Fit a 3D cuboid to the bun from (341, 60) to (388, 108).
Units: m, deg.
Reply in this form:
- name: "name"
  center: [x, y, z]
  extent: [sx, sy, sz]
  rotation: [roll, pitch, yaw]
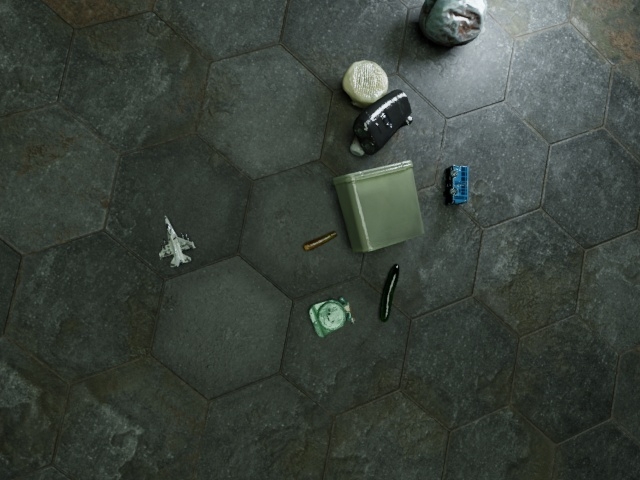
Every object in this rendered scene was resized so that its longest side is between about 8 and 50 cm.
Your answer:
- name: "bun"
  center: [0.199, -0.715, 1.940]
  extent: [0.237, 0.116, 0.210]
  rotation: [-6, 91, -24]

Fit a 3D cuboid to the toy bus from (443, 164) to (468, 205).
- name: "toy bus"
  center: [0.654, -0.260, 2.013]
  extent: [0.106, 0.090, 0.185]
  rotation: [2, 88, -11]

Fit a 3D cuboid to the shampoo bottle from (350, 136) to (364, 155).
- name: "shampoo bottle"
  center: [0.204, -0.491, 1.955]
  extent: [0.074, 0.074, 0.192]
  rotation: [26, 83, -7]

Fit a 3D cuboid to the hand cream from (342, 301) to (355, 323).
- name: "hand cream"
  center: [0.134, 0.339, 1.946]
  extent: [0.035, 0.022, 0.102]
  rotation: [-23, 88, -1]

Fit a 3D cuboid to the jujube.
- name: "jujube"
  center: [0.627, -1.043, 1.964]
  extent: [0.307, 0.215, 0.247]
  rotation: [8, 124, -21]

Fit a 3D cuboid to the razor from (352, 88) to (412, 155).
- name: "razor"
  center: [0.283, -0.540, 1.900]
  extent: [0.327, 0.107, 0.189]
  rotation: [-43, 119, -27]

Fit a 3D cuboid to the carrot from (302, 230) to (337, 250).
- name: "carrot"
  center: [0.000, 0.000, 1.925]
  extent: [0.170, 0.042, 0.042]
  rotation: [-27, 93, -11]

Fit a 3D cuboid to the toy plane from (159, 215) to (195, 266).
- name: "toy plane"
  center: [-0.629, 0.010, 1.811]
  extent: [0.159, 0.082, 0.234]
  rotation: [-19, 77, 1]

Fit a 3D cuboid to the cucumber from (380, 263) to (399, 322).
- name: "cucumber"
  center: [0.323, 0.243, 1.963]
  extent: [0.056, 0.056, 0.285]
  rotation: [16, 81, -8]

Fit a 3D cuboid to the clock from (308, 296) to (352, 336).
- name: "clock"
  center: [0.047, 0.340, 1.909]
  extent: [0.188, 0.060, 0.148]
  rotation: [-24, 93, -7]

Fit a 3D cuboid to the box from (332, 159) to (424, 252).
- name: "box"
  center: [0.267, -0.152, 1.869]
  extent: [0.351, 0.177, 0.344]
  rotation: [-16, 95, -24]
